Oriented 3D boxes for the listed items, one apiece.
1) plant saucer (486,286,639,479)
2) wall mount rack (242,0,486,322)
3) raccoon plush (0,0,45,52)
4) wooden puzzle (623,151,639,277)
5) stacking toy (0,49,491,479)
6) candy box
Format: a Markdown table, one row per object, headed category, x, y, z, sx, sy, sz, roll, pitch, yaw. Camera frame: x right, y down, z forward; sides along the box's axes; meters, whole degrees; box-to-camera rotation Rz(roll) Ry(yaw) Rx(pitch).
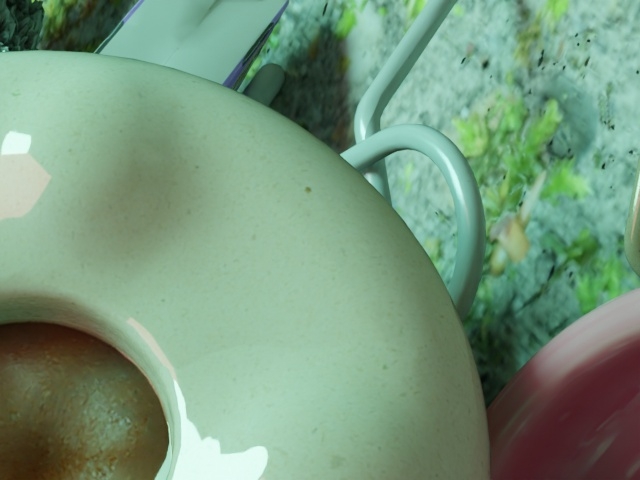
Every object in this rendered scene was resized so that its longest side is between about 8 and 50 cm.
| category | x | y | z | sx | sy | sz | roll | pitch | yaw |
| --- | --- | --- | --- | --- | --- | --- | --- | --- | --- |
| plant saucer | 0.177 | 0.175 | 0.704 | 0.332 | 0.084 | 0.332 | -3 | 86 | 46 |
| wall mount rack | 0.000 | 0.000 | 1.015 | 0.350 | 0.130 | 0.304 | -27 | 62 | 47 |
| raccoon plush | -0.219 | -0.064 | 1.347 | 0.446 | 0.299 | 0.216 | -25 | 37 | 12 |
| wooden puzzle | 0.239 | -0.075 | 0.776 | 0.238 | 0.044 | 0.221 | 9 | 87 | 50 |
| stacking toy | -0.117 | 0.171 | 0.895 | 0.480 | 0.350 | 0.351 | 94 | 168 | -61 |
| candy box | -0.113 | -0.052 | 1.121 | 0.165 | 0.070 | 0.196 | -57 | 2 | -41 |
